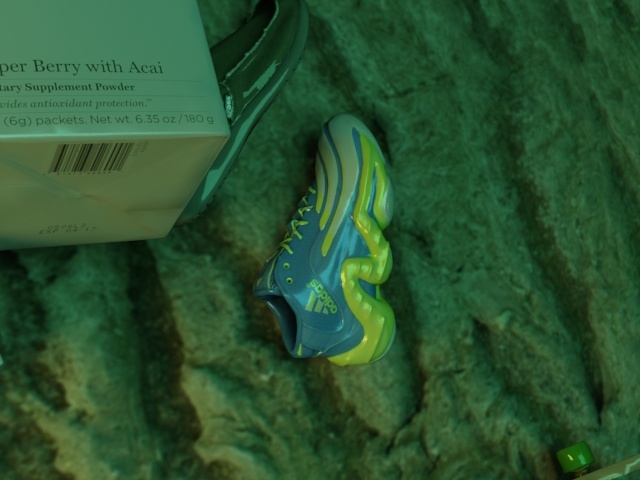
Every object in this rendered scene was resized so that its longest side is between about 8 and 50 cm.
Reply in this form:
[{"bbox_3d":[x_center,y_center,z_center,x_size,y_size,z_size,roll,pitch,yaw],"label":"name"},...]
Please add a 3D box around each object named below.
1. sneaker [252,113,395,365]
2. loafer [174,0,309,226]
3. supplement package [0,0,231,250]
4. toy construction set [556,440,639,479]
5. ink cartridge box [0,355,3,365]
[{"bbox_3d":[0.000,0.000,0.889,0.126,0.091,0.240,-4,83,-28],"label":"sneaker"},{"bbox_3d":[-0.092,-0.135,0.864,0.087,0.094,0.251,34,68,-18],"label":"loafer"},{"bbox_3d":[-0.204,-0.161,0.726,0.177,0.175,0.293,-5,68,-27],"label":"supplement package"},{"bbox_3d":[0.320,0.277,0.890,0.257,0.309,0.237,22,45,-53],"label":"toy construction set"},{"bbox_3d":[-0.313,0.020,0.702,0.067,0.115,0.198,-26,92,-29],"label":"ink cartridge box"}]
